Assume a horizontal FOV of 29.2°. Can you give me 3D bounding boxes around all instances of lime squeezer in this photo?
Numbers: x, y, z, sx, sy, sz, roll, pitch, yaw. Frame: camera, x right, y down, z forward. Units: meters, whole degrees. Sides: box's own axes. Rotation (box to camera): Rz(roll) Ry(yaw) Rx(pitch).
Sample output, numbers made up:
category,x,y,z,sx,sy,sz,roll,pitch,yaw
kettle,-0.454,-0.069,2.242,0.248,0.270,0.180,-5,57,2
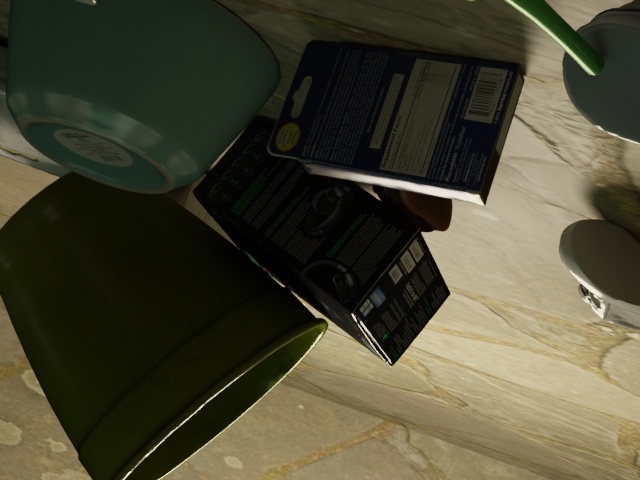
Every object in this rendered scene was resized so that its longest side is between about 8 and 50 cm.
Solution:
category,x,y,z,sx,sy,sz,roll,pitch,yaw
lime squeezer,0.075,-0.196,0.846,0.310,0.058,0.110,27,156,-5

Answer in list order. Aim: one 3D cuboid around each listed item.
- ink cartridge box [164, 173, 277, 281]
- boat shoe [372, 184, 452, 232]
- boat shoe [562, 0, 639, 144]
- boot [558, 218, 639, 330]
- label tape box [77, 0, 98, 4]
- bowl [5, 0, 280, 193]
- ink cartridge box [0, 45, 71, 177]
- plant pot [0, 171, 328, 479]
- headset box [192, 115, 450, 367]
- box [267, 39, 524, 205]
category,x,y,z,sx,sy,sz,roll,pitch,yaw
ink cartridge box,-0.147,-0.016,1.860,0.212,0.093,0.154,26,162,-26
boat shoe,0.098,-0.060,1.467,0.073,0.073,0.207,10,161,23
boat shoe,0.374,-0.100,0.902,0.367,0.156,0.135,23,134,30
boot,0.356,0.056,1.507,0.258,0.095,0.123,27,155,-28
label tape box,-0.309,-0.335,0.972,0.241,0.105,0.333,16,164,9
bowl,-0.215,-0.160,1.343,0.312,0.163,0.311,17,164,5
ink cartridge box,-0.418,-0.181,1.676,0.324,0.071,0.330,21,167,-9
plant pot,-0.240,0.093,1.604,0.353,0.366,0.366,50,167,10
headset box,0.000,0.000,1.545,0.283,0.131,0.246,36,172,23
box,0.071,-0.119,1.191,0.225,0.136,0.036,13,163,24
